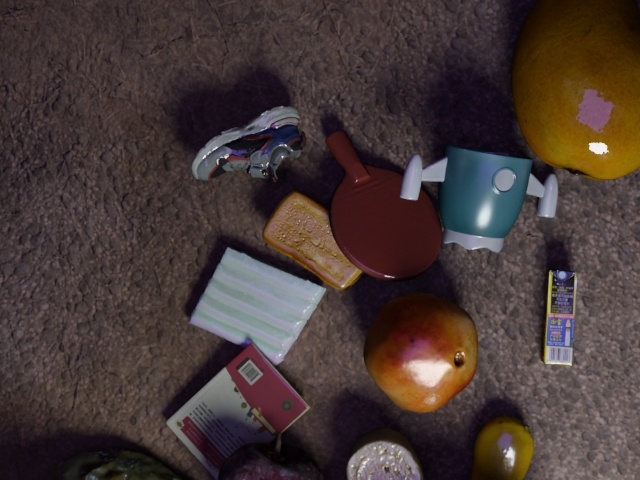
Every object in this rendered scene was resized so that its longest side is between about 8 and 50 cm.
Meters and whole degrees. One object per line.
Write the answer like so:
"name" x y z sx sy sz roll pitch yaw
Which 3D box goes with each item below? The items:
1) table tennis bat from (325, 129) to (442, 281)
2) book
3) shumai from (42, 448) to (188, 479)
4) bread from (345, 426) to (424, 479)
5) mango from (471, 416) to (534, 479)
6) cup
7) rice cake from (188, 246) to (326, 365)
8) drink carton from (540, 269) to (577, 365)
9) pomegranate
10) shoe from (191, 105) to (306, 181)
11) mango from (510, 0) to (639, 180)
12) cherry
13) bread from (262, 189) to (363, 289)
"table tennis bat" 0.098 -0.066 1.924 0.200 0.038 0.310 -22 71 -21
"book" -0.153 0.322 1.968 0.232 0.022 0.162 -43 85 12
"shumai" -0.373 0.560 1.856 0.398 0.323 0.324 25 93 7
"bread" 0.115 0.415 1.887 0.134 0.141 0.148 -10 88 3
"mango" 0.318 0.391 1.894 0.103 0.076 0.161 19 94 3
"cup" 0.281 -0.073 1.874 0.300 0.167 0.173 7 97 -18
"rice cake" -0.120 0.120 1.979 0.198 0.037 0.189 31 93 7
"drink carton" 0.424 0.135 1.890 0.056 0.071 0.165 4 89 4
"pomegranate" 0.173 0.194 1.855 0.209 0.209 0.209 0 88 8
"shoe" -0.121 -0.150 1.957 0.228 0.099 0.125 -30 82 2
"mango" 0.461 -0.284 1.833 0.264 0.221 0.377 -3 77 12
"cherry" -0.090 0.452 1.897 0.195 0.195 0.195 0 88 8
"bread" 0.000 0.000 1.948 0.200 0.077 0.116 33 91 9
